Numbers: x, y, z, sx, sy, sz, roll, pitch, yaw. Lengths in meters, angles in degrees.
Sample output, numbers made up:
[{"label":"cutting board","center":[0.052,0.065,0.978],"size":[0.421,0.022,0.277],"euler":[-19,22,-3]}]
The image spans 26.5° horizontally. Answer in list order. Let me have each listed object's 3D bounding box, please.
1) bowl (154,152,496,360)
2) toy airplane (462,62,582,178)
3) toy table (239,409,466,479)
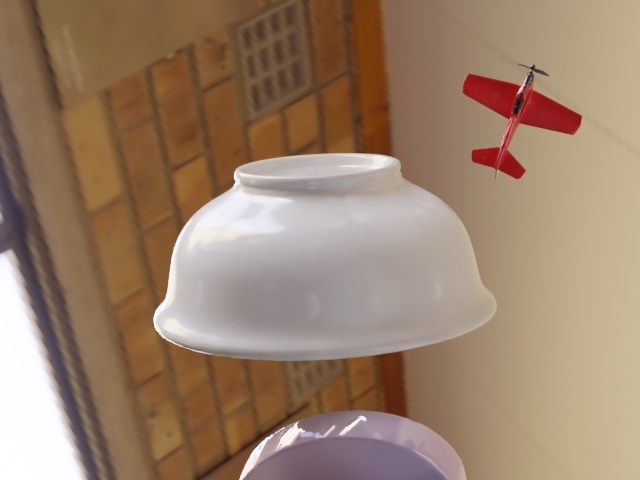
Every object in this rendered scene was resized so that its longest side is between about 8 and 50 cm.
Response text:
[{"label":"bowl","center":[0.000,0.000,1.168],"size":[0.298,0.298,0.134],"euler":[14,-69,56]},{"label":"toy airplane","center":[0.227,-0.139,1.618],"size":[0.151,0.028,0.151],"euler":[6,-73,19]},{"label":"toy table","center":[0.006,0.268,1.088],"size":[0.252,0.160,0.274],"euler":[19,-40,0]}]
